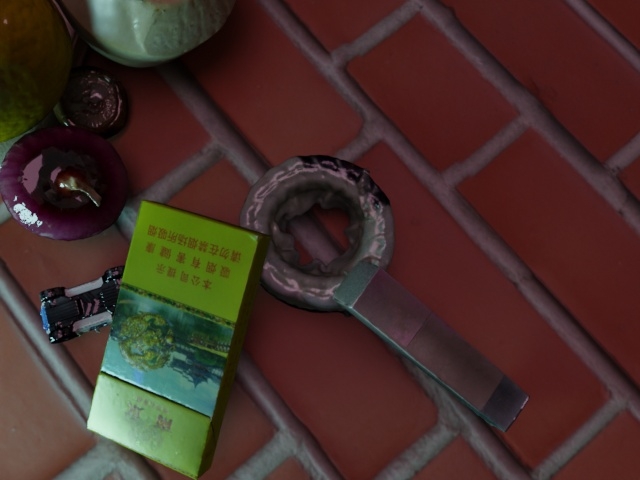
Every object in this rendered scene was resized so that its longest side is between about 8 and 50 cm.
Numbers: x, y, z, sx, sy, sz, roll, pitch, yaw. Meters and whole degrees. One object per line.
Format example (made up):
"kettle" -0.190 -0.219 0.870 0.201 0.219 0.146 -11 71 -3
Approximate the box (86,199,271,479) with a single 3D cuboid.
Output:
"box" -0.196 0.129 0.742 0.187 0.047 0.334 16 95 17

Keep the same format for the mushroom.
"mushroom" -0.375 -0.223 0.890 0.123 0.052 0.123 2 85 -28

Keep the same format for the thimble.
"thimble" 0.000 0.000 0.805 0.238 0.150 0.237 0 80 1

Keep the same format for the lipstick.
"lipstick" 0.156 0.148 0.742 0.317 0.066 0.068 40 83 -21

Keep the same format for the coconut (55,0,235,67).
"coconut" -0.272 -0.420 0.829 0.324 0.323 0.322 0 78 0

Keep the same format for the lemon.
"lemon" -0.476 -0.258 0.740 0.268 0.267 0.267 0 78 0

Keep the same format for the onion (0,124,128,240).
"onion" -0.383 -0.086 0.820 0.178 0.153 0.177 1 77 -5

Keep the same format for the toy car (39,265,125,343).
"toy car" -0.332 0.094 0.826 0.171 0.070 0.080 -19 79 -2

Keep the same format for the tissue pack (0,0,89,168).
"tissue pack" -0.500 -0.269 0.904 0.170 0.071 0.325 13 79 5
